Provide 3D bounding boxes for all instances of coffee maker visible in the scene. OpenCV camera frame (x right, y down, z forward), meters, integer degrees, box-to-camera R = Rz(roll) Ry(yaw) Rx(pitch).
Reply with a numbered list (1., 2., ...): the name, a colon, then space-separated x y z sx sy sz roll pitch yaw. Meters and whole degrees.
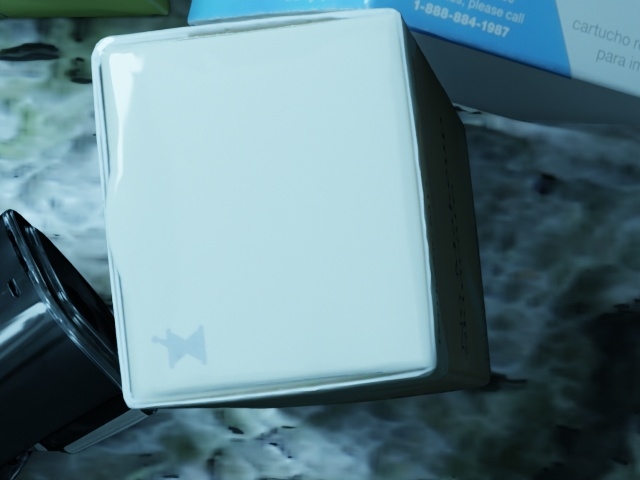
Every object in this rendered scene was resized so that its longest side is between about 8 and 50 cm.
1. coffee maker: -0.190 0.077 0.978 0.178 0.171 0.120 -37 66 3

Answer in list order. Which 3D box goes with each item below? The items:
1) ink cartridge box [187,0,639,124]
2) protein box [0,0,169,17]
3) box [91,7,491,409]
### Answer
1. ink cartridge box: 0.090 -0.205 0.905 0.198 0.197 0.270 13 88 -25
2. protein box: -0.158 -0.224 0.975 0.136 0.200 0.201 0 87 8
3. box: 0.000 0.000 0.882 0.121 0.311 0.148 -6 86 8
